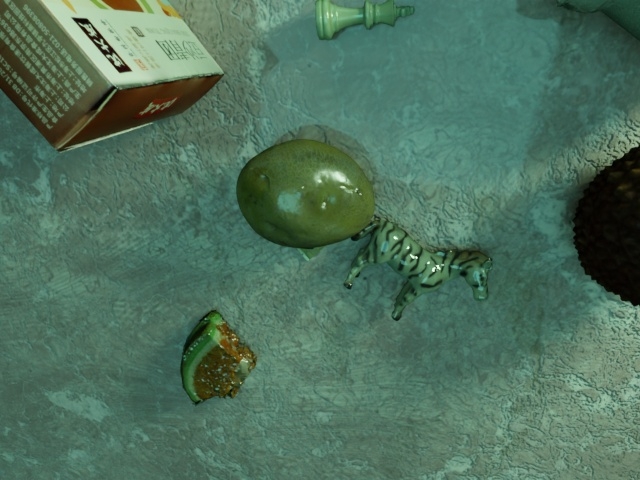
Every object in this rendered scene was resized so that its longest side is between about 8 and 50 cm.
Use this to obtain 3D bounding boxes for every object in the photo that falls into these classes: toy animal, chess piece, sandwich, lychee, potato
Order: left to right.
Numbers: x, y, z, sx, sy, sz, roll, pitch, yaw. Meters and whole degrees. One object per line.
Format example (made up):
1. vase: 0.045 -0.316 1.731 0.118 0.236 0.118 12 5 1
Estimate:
1. sandwich: -0.238 0.280 1.023 0.159 0.079 0.235 32 114 -3
2. potato: -0.023 -0.074 0.795 0.234 0.160 0.178 17 136 -7
3. chess piece: 0.068 -0.342 0.718 0.149 0.059 0.059 -3 112 5
4. toy animal: 0.166 0.065 0.855 0.254 0.090 0.170 18 110 1
5. lychee: 0.507 -0.016 0.660 0.267 0.267 0.268 4 113 9

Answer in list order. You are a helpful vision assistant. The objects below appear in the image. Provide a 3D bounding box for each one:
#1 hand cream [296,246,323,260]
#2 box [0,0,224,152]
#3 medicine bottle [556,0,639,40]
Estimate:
1. hand cream: 0.000 0.000 0.892 0.102 0.022 0.035 -37 102 28
2. box: -0.349 -0.339 0.635 0.122 0.344 0.385 -34 103 20
3. medicine bottle: 0.453 -0.339 0.535 0.289 0.245 0.245 17 115 3
